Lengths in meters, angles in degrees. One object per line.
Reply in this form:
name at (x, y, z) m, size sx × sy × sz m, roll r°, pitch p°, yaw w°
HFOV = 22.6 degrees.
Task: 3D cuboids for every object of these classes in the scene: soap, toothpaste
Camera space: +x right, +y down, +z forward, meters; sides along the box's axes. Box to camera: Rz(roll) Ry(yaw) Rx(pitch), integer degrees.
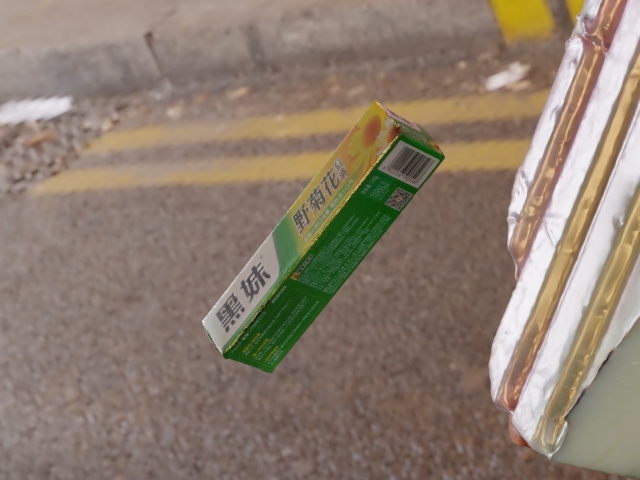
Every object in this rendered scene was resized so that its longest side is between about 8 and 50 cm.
soap at (0.204, -0.030, 0.921) m, size 0.109 × 0.324 × 0.193 m, roll 13°, pitch 16°, yaw -23°
toothpaste at (0.000, 0.000, 0.953) m, size 0.178 × 0.043 × 0.037 m, roll -52°, pitch 46°, yaw 18°

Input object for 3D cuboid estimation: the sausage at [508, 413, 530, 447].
sausage at (0.150, 0.074, 1.073) m, size 0.041 × 0.131 × 0.039 m, roll 4°, pitch 4°, yaw -7°
